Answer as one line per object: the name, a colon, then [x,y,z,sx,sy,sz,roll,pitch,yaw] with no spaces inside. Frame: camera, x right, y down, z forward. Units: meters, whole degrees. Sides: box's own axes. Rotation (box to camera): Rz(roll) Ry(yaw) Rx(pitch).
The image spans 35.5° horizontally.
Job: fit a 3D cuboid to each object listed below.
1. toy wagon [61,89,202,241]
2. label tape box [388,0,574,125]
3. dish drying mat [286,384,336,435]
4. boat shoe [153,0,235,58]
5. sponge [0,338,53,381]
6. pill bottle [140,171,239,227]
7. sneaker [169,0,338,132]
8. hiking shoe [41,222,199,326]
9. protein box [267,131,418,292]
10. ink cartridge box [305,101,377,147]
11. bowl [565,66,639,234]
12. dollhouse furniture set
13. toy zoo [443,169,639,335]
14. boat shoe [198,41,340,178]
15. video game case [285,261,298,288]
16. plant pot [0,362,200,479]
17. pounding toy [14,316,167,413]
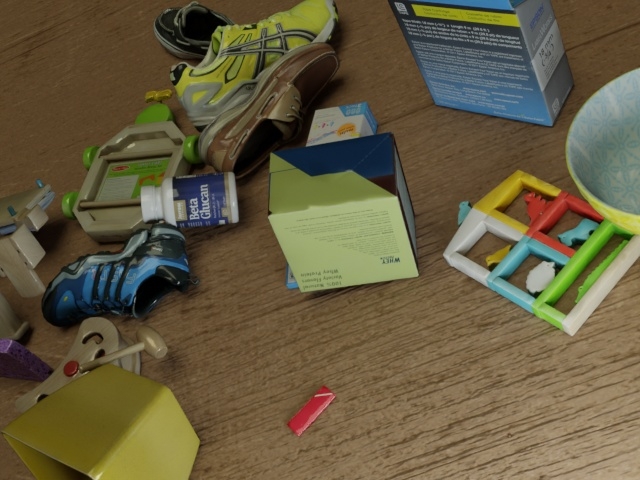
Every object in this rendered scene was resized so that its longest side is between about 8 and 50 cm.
toy wagon: [-0.354,-0.152,1.979,0.267,0.068,0.345,-3,54,26]
label tape box: [0.255,-0.347,1.624,0.240,0.334,0.106,17,64,36]
dish drying mat: [-0.014,0.258,1.519,0.083,0.008,0.032,-45,49,-10]
boat shoe: [-0.252,-0.453,2.122,0.335,0.119,0.121,26,70,39]
sponge: [-0.595,0.209,1.791,0.210,0.117,0.031,1,58,29]
pill bottle: [-0.234,-0.070,1.797,0.169,0.094,0.094,-6,49,-4]
sneaker: [-0.122,-0.376,1.946,0.384,0.147,0.145,-43,23,-18]
hiking shoe: [-0.367,0.087,1.771,0.304,0.113,0.132,-30,58,14]
protein box: [0.039,-0.041,1.574,0.199,0.201,0.136,-8,51,11]
ink cartridge box: [0.031,-0.157,1.772,0.104,0.062,0.181,-8,47,23]
bowl: [0.508,-0.103,1.422,0.289,0.156,0.290,-14,50,18]
dollhouse furniture set: [-0.570,0.024,1.918,0.286,0.198,0.303,-14,28,25]
toy zoo: [0.322,0.002,1.525,0.192,0.030,0.293,-47,48,-11]
boat shoe: [-0.078,-0.235,1.873,0.324,0.123,0.116,-44,55,-1]
video game case: [0.000,0.000,1.708,0.119,0.015,0.166,-14,50,19]
plant pot: [-0.310,0.313,1.513,0.212,0.212,0.187,13,50,35]
pounding toy: [-0.394,0.204,1.661,0.269,0.155,0.154,-37,51,-2]
